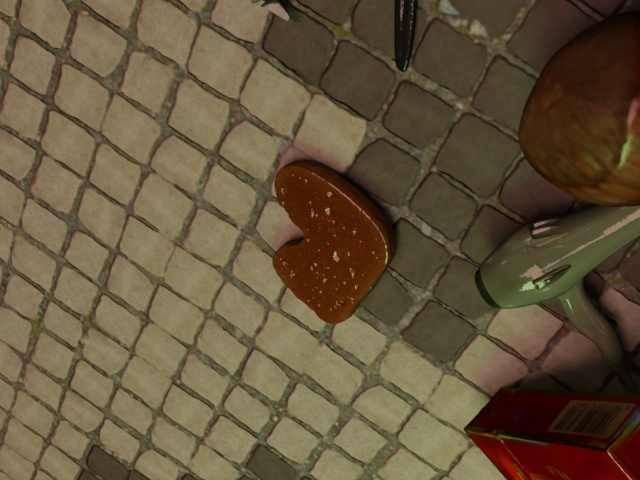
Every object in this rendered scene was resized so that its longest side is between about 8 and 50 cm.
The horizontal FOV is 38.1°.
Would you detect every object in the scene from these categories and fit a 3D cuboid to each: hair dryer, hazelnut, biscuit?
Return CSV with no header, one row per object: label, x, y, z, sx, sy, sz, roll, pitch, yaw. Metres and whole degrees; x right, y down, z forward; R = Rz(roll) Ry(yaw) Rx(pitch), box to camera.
hair dryer,0.341,0.045,1.055,0.267,0.092,0.229,33,122,-11
hazelnut,0.306,-0.123,0.903,0.214,0.177,0.214,6,156,3
biscuit,0.000,0.000,1.206,0.186,0.036,0.192,38,128,6

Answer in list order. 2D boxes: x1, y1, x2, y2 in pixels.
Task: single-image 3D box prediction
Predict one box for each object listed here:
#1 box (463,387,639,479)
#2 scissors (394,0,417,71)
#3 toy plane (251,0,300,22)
box,0.320,0.273,1.075,0.197,0.089,0.313,48,162,-7
scissors,0.094,-0.288,1.004,0.088,0.017,0.220,13,123,19
toy plane,-0.047,-0.365,0.976,0.182,0.107,0.273,46,132,3
